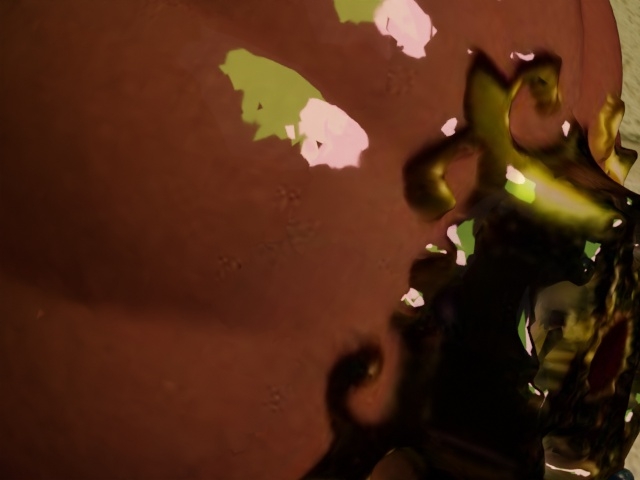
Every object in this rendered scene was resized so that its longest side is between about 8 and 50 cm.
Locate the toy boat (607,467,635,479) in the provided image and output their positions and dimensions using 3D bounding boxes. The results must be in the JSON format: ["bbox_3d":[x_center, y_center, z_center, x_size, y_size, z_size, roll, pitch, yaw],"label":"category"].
[{"bbox_3d":[0.141,0.148,0.713,0.309,0.142,0.129,45,30,-6],"label":"toy boat"}]

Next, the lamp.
[{"bbox_3d":[0.000,0.000,0.539,0.239,0.305,0.305,21,17,32],"label":"lamp"}]
